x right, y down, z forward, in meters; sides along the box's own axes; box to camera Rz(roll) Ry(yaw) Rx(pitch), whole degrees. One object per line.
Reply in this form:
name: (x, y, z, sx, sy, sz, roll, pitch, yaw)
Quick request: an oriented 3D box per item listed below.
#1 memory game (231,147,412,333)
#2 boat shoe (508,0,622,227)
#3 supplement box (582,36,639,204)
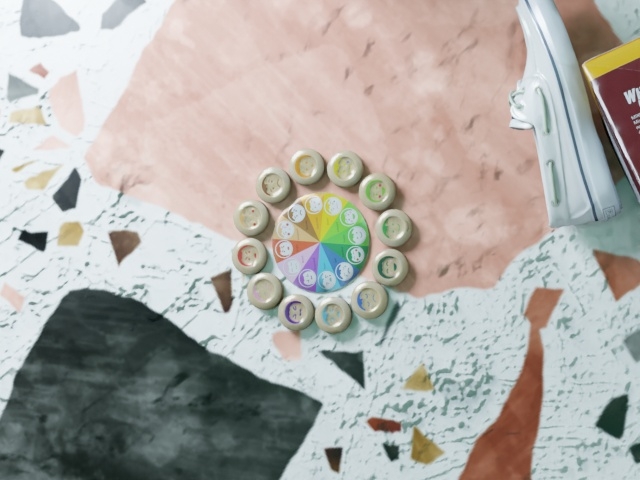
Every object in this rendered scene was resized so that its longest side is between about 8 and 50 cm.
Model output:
memory game: (0.000, 0.000, 1.244, 0.186, 0.012, 0.186, -1, 87, 13)
boat shoe: (0.207, -0.121, 1.165, 0.075, 0.083, 0.226, -18, 83, 11)
supplement box: (0.353, -0.086, 1.075, 0.191, 0.129, 0.194, -25, 60, 11)
